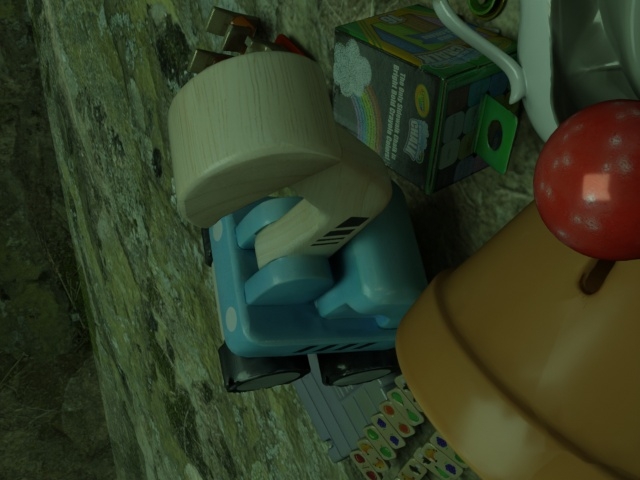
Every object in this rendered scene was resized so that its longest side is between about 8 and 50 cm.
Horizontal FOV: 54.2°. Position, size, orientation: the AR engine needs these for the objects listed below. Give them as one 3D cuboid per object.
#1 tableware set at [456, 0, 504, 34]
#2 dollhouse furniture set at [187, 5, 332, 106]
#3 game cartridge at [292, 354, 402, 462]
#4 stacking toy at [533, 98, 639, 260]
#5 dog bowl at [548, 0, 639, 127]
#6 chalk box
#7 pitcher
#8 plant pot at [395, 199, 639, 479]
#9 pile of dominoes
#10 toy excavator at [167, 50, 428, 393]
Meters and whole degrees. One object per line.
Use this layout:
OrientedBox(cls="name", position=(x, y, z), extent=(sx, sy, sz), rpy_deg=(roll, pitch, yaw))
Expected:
OrientedBox(cls="tableware set", position=(0.159, -0.303, 0.673), extent=(0.104, 0.024, 0.154), rpy_deg=(30, 125, 44))
OrientedBox(cls="dollhouse furniture set", position=(-0.095, -0.194, 0.990), extent=(0.262, 0.135, 0.259), rpy_deg=(51, 126, 28))
OrientedBox(cls="game cartridge", position=(0.006, 0.158, 1.008), extent=(0.230, 0.068, 0.355), rpy_deg=(-48, 64, 44))
OrientedBox(cls="stacking toy", position=(0.279, 0.007, 0.333), extent=(0.330, 0.141, 0.141), rpy_deg=(20, 126, 3))
OrientedBox(cls="dog bowl", position=(0.295, -0.156, 0.337), extent=(0.348, 0.102, 0.349), rpy_deg=(7, 131, 8))
OrientedBox(cls="chalk box", position=(0.127, -0.147, 0.663), extent=(0.213, 0.132, 0.132), rpy_deg=(39, 142, 36))
OrientedBox(cls="pitcher", position=(0.203, -0.169, 0.544), extent=(0.125, 0.177, 0.207), rpy_deg=(50, -156, -85))
OrientedBox(cls="plant pot", position=(0.237, 0.076, 0.517), extent=(0.291, 0.290, 0.204), rpy_deg=(46, 119, 33))
OrientedBox(cls="pile of dominoes", position=(0.138, 0.312, 0.849), extent=(0.196, 0.040, 0.251), rpy_deg=(35, 131, 15))
OrientedBox(cls="toy excavator", position=(0.000, 0.000, 0.658), extent=(0.445, 0.432, 0.223), rpy_deg=(-39, 55, 47))
